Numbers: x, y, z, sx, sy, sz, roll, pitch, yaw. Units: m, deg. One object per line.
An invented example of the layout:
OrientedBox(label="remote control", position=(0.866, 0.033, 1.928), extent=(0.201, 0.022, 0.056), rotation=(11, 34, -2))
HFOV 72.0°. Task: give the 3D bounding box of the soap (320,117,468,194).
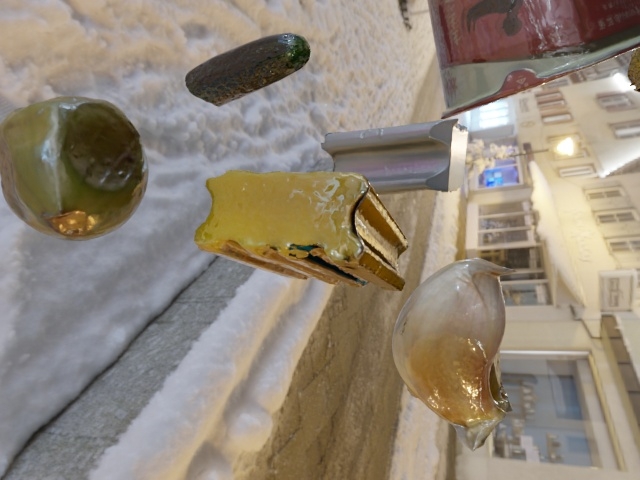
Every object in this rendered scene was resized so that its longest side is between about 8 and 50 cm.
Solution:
OrientedBox(label="soap", position=(0.185, -0.188, 1.035), extent=(0.257, 0.301, 0.159), rotation=(-26, 115, -61))

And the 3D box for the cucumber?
OrientedBox(label="cucumber", position=(-0.117, -0.271, 0.697), extent=(0.074, 0.241, 0.075), rotation=(9, 79, -52))

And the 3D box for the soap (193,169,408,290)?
OrientedBox(label="soap", position=(0.000, 0.000, 0.598), extent=(0.324, 0.204, 0.096), rotation=(33, 63, -69))

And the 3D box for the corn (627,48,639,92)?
OrientedBox(label="corn", position=(0.606, -0.388, 0.723), extent=(0.106, 0.106, 0.293), rotation=(-61, 159, -53))

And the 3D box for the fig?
OrientedBox(label="fig", position=(-0.256, -0.070, 0.463), extent=(0.166, 0.154, 0.144), rotation=(50, 0, 38))

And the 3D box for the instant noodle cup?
OrientedBox(label="instant noodle cup", position=(0.223, -0.258, 0.483), extent=(0.235, 0.234, 0.179), rotation=(-40, 113, -62))

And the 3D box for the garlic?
OrientedBox(label="garlic", position=(0.267, 0.182, 0.819), extent=(0.285, 0.249, 0.314), rotation=(-11, 95, -27))
